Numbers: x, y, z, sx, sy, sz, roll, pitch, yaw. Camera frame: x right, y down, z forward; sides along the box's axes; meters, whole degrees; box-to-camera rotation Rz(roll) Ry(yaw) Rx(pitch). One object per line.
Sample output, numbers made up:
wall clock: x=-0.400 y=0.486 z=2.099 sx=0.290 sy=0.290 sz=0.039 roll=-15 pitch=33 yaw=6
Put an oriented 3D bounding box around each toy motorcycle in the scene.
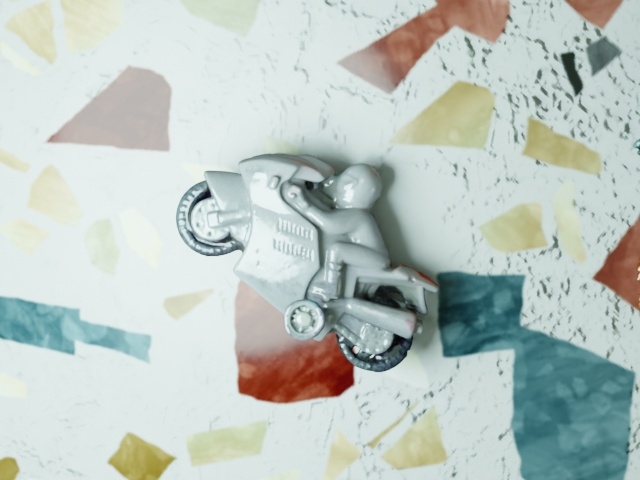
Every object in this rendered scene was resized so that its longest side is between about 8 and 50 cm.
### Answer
toy motorcycle: x=0.000 y=0.000 z=1.698 sx=0.260 sy=0.110 sz=0.171 roll=36 pitch=95 yaw=0

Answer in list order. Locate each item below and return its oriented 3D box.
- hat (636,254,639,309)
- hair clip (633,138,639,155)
hat: x=0.323 y=0.035 z=1.587 sx=0.112 sy=0.162 sz=0.093 roll=-32 pitch=88 yaw=14
hair clip: x=0.349 y=-0.170 z=1.606 sx=0.070 sy=0.039 sz=0.229 roll=29 pitch=107 yaw=11
